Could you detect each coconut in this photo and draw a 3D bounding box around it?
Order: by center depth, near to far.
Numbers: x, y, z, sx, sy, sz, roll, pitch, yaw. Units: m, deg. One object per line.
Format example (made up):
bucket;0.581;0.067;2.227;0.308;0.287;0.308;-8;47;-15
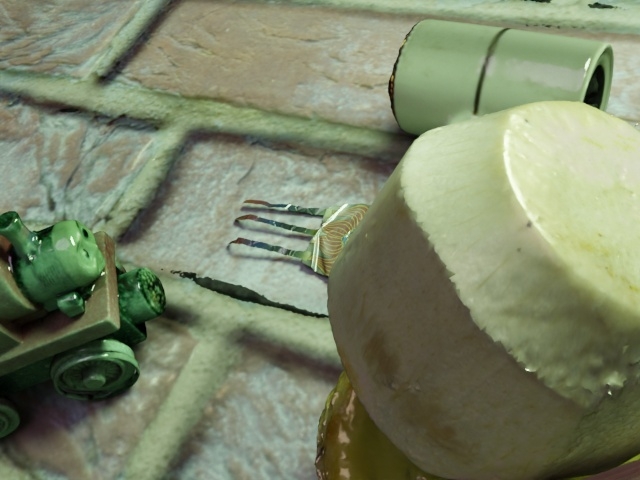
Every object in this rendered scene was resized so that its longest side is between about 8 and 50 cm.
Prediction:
coconut;0.123;0.042;0.464;0.241;0.241;0.241;-10;53;13

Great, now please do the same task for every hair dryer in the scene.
hair dryer;0.134;-0.057;0.738;0.203;0.128;0.361;17;68;28

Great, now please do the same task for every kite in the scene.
kite;-0.001;-0.002;0.805;0.230;0.016;0.127;8;55;23

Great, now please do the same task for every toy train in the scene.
toy train;-0.315;0.076;0.725;0.305;0.221;0.150;-22;51;4

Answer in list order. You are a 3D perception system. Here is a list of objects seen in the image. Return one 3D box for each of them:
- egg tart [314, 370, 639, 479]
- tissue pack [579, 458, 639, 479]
egg tart;0.148;0.167;0.563;0.315;0.120;0.314;-9;51;11
tissue pack;0.199;0.279;0.382;0.170;0.071;0.325;-22;87;6
